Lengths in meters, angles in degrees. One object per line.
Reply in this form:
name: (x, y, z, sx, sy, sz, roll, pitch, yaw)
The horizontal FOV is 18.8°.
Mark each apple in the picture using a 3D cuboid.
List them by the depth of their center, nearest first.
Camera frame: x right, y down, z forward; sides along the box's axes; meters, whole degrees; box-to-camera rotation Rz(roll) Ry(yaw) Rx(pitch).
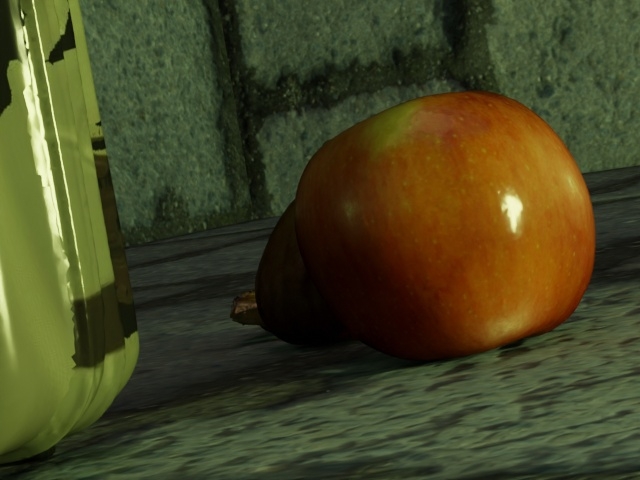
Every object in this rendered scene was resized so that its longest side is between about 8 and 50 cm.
apple: (0.067, -0.005, 1.031, 0.163, 0.139, 0.163, -21, -3, -1)

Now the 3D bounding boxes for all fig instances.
fig: (0.000, 0.000, 1.195, 0.088, 0.125, 0.089, -6, -1, 0)

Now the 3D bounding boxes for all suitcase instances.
suitcase: (-0.272, -0.046, 0.845, 0.351, 0.339, 0.194, -8, 3, 17)

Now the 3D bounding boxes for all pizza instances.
pizza: (-0.007, 0.048, 1.297, 0.099, 0.029, 0.100, -1, 6, 7)
